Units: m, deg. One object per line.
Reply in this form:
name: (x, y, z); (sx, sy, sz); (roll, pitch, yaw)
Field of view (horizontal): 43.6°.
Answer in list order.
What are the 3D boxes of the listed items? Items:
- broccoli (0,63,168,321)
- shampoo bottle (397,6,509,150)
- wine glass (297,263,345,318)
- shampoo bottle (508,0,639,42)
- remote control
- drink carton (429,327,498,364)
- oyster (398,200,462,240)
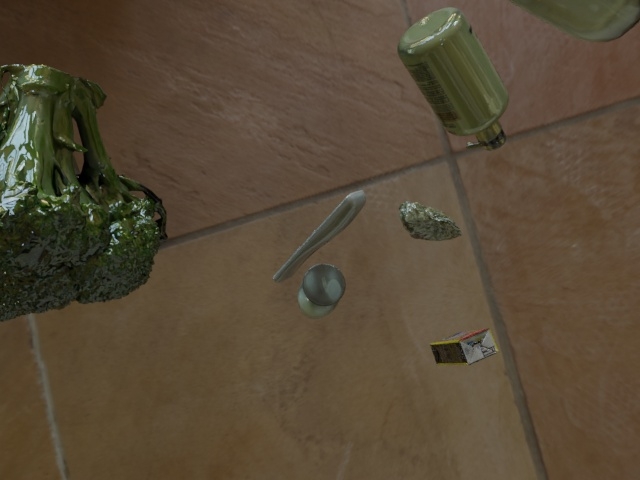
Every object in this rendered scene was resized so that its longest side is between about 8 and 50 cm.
broccoli: (-0.336, -0.050, 0.883); (0.321, 0.304, 0.283); (9, 88, 7)
shampoo bottle: (0.152, -0.162, 0.854); (0.079, 0.079, 0.162); (-35, 117, 7)
wine glass: (-0.002, 0.113, 1.692); (0.093, 0.202, 0.093); (1, 76, -4)
shampoo bottle: (0.154, -0.238, 0.433); (0.153, 0.071, 0.284); (32, 61, 3)
remote control: (0.000, 0.000, 1.125); (0.027, 0.050, 0.184); (50, 120, 12)
drink carton: (0.276, 0.209, 1.551); (0.071, 0.165, 0.056); (-17, 84, -13)
oyster: (0.220, -0.038, 1.675); (0.177, 0.125, 0.064); (24, 72, -30)
